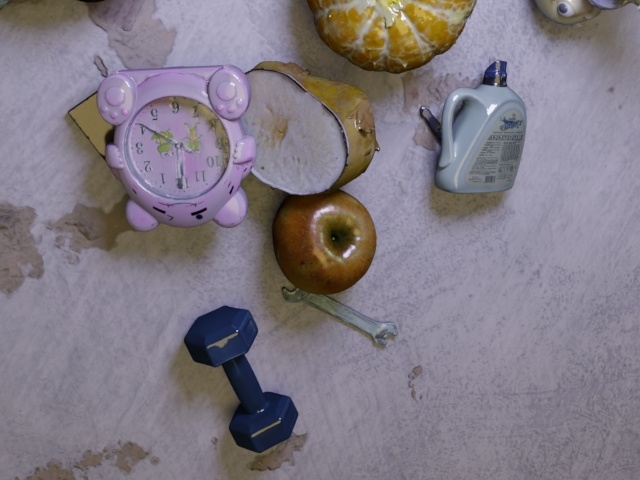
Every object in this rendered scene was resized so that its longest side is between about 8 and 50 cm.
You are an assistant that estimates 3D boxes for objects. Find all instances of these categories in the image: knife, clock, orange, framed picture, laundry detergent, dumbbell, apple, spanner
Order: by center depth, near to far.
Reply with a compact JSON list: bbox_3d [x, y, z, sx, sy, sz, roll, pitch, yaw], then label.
[{"bbox_3d":[0.134,-0.483,1.691,0.329,0.249,0.329,5,116,11],"label":"orange"},{"bbox_3d":[-0.272,-0.179,1.730,0.296,0.113,0.322,-2,108,1],"label":"clock"},{"bbox_3d":[-0.404,-0.226,1.781,0.128,0.023,0.168,-35,112,-1],"label":"framed picture"},{"bbox_3d":[0.000,0.000,1.876,0.237,0.207,0.237,-1,92,-23],"label":"apple"},{"bbox_3d":[0.346,-0.246,1.900,0.215,0.105,0.280,-6,112,-29],"label":"laundry detergent"},{"bbox_3d":[0.258,-0.248,1.937,0.031,0.018,0.121,-41,112,5],"label":"knife"},{"bbox_3d":[-0.171,0.306,1.952,0.144,0.160,0.325,-39,118,-32],"label":"dumbbell"},{"bbox_3d":[0.046,0.164,2.025,0.302,0.017,0.071,29,100,-20],"label":"spanner"}]

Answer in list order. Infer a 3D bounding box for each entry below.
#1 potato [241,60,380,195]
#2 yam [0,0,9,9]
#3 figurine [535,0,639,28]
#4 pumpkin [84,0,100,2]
[{"bbox_3d":[-0.020,-0.228,1.788,0.300,0.196,0.246,39,123,19],"label":"potato"},{"bbox_3d":[-0.638,-0.525,1.514,0.161,0.161,0.268,-18,93,-7],"label":"yam"},{"bbox_3d":[0.593,-0.527,1.725,0.275,0.394,0.226,-20,111,-10],"label":"figurine"},{"bbox_3d":[-0.406,-0.577,1.538,0.323,0.241,0.323,-9,113,-22],"label":"pumpkin"}]
